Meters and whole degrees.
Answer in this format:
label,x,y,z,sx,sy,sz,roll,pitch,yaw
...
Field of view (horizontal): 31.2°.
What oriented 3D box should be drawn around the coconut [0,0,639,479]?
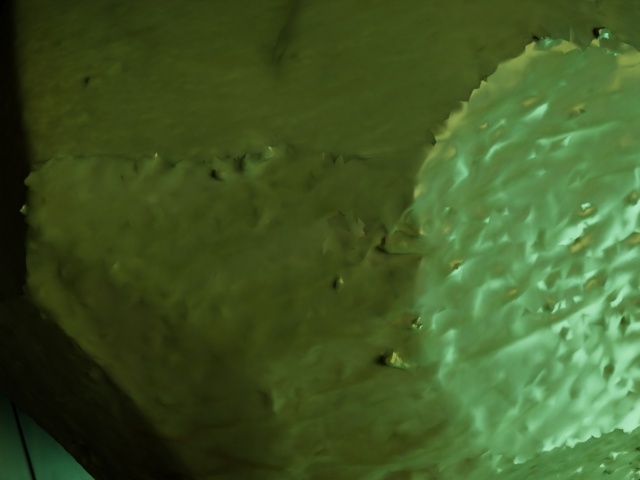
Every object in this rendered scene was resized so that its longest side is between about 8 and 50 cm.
label,x,y,z,sx,sy,sz,roll,pitch,yaw
coconut,0.000,0.000,0.584,0.344,0.415,0.415,-85,160,-73
